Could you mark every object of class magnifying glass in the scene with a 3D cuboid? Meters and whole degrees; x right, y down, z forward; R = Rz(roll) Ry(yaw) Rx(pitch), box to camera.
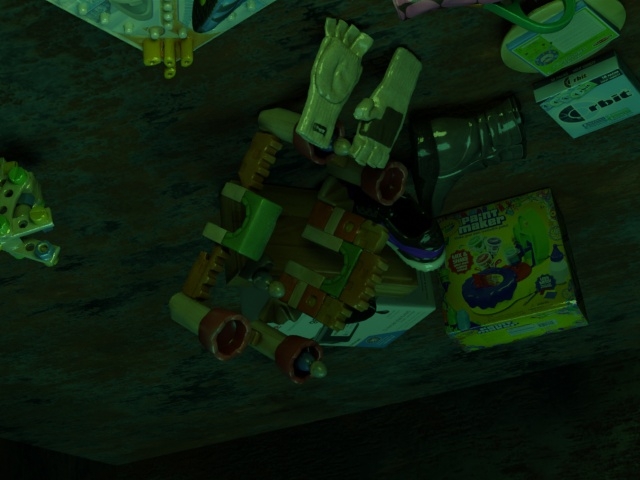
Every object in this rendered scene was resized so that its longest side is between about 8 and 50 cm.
[{"bbox_3d":[0.269,-0.361,1.528,0.231,0.092,0.026,6,159,-4],"label":"magnifying glass"}]

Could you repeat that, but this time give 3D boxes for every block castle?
[{"bbox_3d":[-0.037,0.017,1.819,0.213,0.453,0.303,24,178,41],"label":"block castle"}]

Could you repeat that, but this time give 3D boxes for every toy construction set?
[{"bbox_3d":[-0.629,-0.049,1.797,0.327,0.215,0.151,-2,155,-12],"label":"toy construction set"}]

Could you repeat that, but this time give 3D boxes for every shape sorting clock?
[{"bbox_3d":[0.393,-0.337,1.652,0.206,0.040,0.206,-9,154,-4],"label":"shape sorting clock"}]

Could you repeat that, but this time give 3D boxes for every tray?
[{"bbox_3d":[0.000,0.000,2.098,0.411,0.203,0.076,5,153,-26],"label":"tray"}]

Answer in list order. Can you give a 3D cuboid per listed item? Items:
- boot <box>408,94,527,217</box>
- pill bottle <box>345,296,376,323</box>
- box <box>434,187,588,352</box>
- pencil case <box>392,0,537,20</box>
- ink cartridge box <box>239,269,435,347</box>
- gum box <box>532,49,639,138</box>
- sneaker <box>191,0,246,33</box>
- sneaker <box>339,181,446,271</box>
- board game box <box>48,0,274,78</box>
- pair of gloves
[{"bbox_3d":[0.292,-0.148,1.970,0.222,0.118,0.338,-13,160,1],"label":"boot"},{"bbox_3d":[0.051,0.064,2.234,0.122,0.219,0.123,-6,156,-2],"label":"pill bottle"},{"bbox_3d":[0.420,0.072,2.284,0.290,0.279,0.177,-16,155,18],"label":"box"},{"bbox_3d":[0.202,-0.374,1.461,0.209,0.095,0.098,-8,163,7],"label":"pencil case"},{"bbox_3d":[0.033,0.135,2.456,0.395,0.166,0.285,5,153,-24],"label":"ink cartridge box"},{"bbox_3d":[0.497,-0.262,1.850,0.157,0.041,0.184,-21,152,28],"label":"gum box"},{"bbox_3d":[-0.106,-0.339,1.352,0.082,0.069,0.209,4,154,-31],"label":"sneaker"},{"bbox_3d":[0.122,-0.062,2.003,0.293,0.102,0.146,28,156,23],"label":"sneaker"},{"bbox_3d":[-0.209,-0.383,1.371,0.390,0.050,0.390,-23,152,32],"label":"board game box"},{"bbox_3d":[0.062,-0.232,1.638,0.042,0.204,0.240,19,-178,43],"label":"pair of gloves"}]
